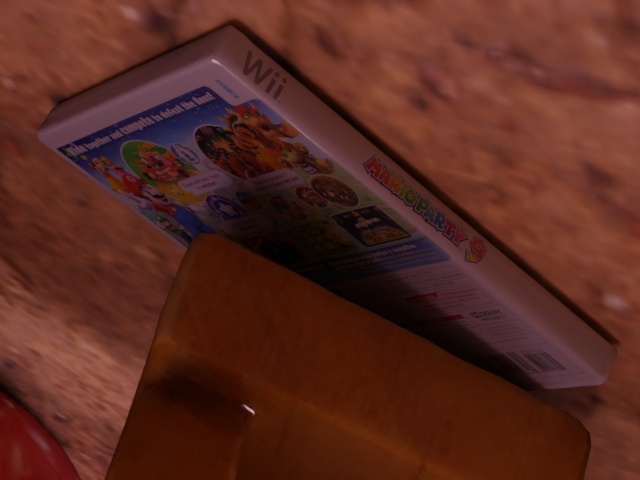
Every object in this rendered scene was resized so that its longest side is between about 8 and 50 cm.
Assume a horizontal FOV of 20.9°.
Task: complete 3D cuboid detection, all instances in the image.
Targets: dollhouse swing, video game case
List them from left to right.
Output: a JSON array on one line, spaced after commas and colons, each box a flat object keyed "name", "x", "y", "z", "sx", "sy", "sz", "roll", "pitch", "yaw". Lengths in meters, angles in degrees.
[{"name": "video game case", "x": 0.000, "y": 0.000, "z": 0.410, "sx": 0.122, "sy": 0.011, "sz": 0.087, "roll": 38, "pitch": 154, "yaw": -23}, {"name": "dollhouse swing", "x": 0.042, "y": 0.243, "z": 0.446, "sx": 0.305, "sy": 0.347, "sz": 0.315, "roll": 20, "pitch": 158, "yaw": -4}]

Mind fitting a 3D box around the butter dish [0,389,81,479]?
[{"name": "butter dish", "x": -0.127, "y": 0.120, "z": 0.641, "sx": 0.118, "sy": 0.160, "sz": 0.160, "roll": -7, "pitch": 145, "yaw": 14}]
